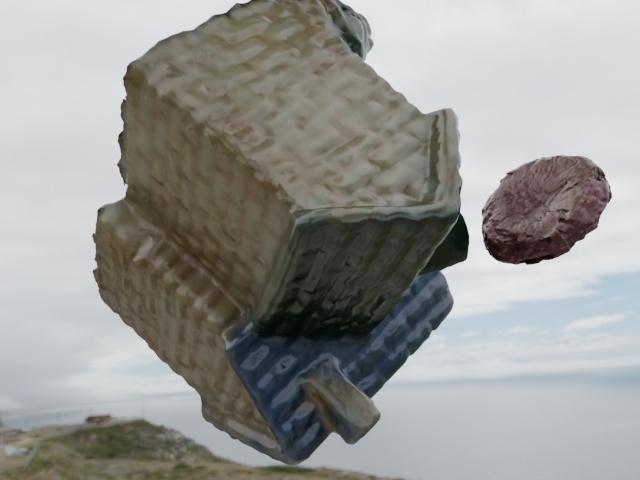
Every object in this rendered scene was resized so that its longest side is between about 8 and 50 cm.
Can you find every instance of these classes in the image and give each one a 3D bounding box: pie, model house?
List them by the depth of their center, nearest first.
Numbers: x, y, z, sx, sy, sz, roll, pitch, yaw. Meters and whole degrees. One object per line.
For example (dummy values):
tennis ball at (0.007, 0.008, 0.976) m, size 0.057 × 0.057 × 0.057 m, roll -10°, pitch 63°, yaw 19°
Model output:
pie at (0.243, -0.038, 0.761) m, size 0.154 × 0.153 × 0.038 m, roll -12°, pitch -52°, yaw 37°
model house at (0.000, 0.000, 0.839) m, size 0.395 × 0.400 × 0.445 m, roll -33°, pitch -22°, yaw -34°
